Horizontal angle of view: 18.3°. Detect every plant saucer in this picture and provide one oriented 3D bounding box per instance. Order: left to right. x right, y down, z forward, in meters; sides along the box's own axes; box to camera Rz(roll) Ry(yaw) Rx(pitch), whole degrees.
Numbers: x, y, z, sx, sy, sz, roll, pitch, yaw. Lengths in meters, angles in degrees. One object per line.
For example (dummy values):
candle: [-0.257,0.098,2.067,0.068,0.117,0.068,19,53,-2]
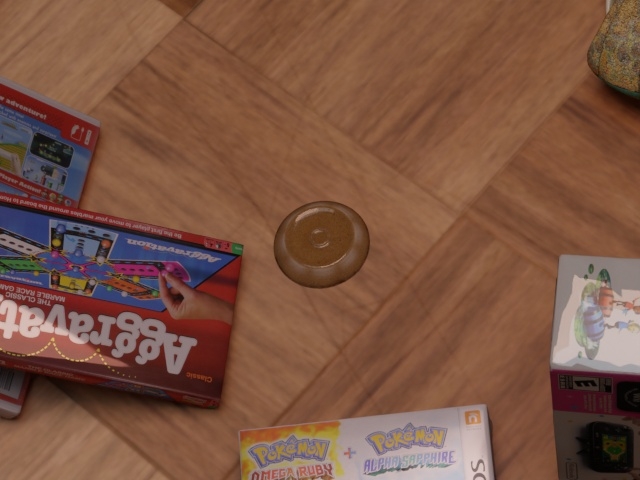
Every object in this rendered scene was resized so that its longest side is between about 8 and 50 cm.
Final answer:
plant saucer: [0.000,0.000,1.694,0.083,0.015,0.083,-3,64,7]

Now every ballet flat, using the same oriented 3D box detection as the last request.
ballet flat: [0.327,-0.271,1.733,0.123,0.123,0.348,20,68,17]

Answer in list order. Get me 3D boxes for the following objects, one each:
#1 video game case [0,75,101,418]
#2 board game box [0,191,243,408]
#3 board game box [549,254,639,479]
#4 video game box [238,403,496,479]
video game case: [-0.311,-0.015,1.675,0.204,0.025,0.285,24,63,-23]
board game box: [-0.210,0.042,1.638,0.281,0.027,0.145,12,66,-11]
board game box: [0.327,0.109,1.474,0.303,0.224,0.097,2,63,10]
video game box: [0.042,0.230,1.556,0.205,0.048,0.187,-7,60,5]
